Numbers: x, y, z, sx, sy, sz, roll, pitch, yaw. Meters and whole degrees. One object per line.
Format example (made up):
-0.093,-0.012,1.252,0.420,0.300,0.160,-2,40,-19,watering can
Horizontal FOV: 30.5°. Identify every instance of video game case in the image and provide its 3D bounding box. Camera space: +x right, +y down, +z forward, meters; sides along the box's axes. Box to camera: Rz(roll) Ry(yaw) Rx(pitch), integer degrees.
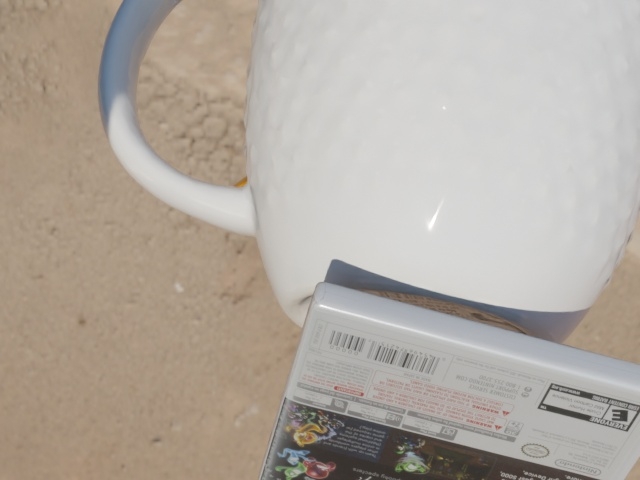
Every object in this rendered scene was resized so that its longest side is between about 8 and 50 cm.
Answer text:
0.071,0.109,0.643,0.190,0.173,0.022,15,42,-2,video game case

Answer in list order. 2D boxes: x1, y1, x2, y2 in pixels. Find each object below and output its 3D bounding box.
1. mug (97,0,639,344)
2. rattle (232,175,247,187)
0.039,-0.102,0.765,0.374,0.276,0.328,8,71,8,mug
0.000,0.000,1.115,0.130,0.199,0.143,-16,22,6,rattle
